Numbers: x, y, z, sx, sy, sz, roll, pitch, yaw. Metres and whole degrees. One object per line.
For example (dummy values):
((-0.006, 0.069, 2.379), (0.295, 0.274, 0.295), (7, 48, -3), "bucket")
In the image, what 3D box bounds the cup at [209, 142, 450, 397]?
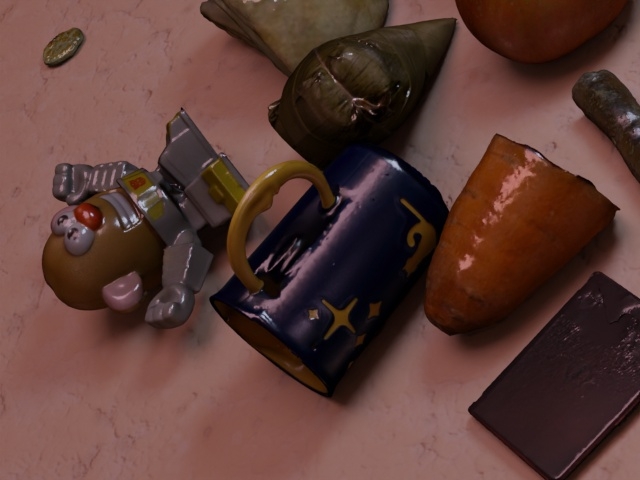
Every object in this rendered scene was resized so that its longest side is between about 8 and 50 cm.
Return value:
((0.017, 0.014, 1.537), (0.178, 0.255, 0.256), (36, 78, 14), "cup")

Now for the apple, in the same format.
((0.281, -0.323, 1.685), (0.235, 0.173, 0.210), (-22, 40, 8), "apple")

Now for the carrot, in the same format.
((0.201, 0.010, 1.492), (0.159, 0.159, 0.225), (32, 87, 47), "carrot")

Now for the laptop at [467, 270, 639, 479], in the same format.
((0.266, 0.141, 1.410), (0.207, 0.026, 0.154), (-46, 44, -4), "laptop")

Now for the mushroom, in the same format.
((-0.045, -0.371, 1.955), (0.217, 0.212, 0.292), (-48, 34, -2), "mushroom")

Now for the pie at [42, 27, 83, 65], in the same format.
((-0.438, -0.331, 2.333), (0.085, 0.017, 0.085), (-21, 44, 22), "pie")

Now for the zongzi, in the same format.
((0.089, -0.223, 1.698), (0.300, 0.145, 0.274), (-39, 2, -11), "zongzi")

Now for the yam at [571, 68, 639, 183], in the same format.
((0.358, -0.105, 1.524), (0.061, 0.061, 0.253), (-35, 43, 7), "yam")

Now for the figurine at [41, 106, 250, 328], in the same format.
((-0.237, -0.019, 1.804), (0.285, 0.167, 0.342), (-37, 28, -4), "figurine")
